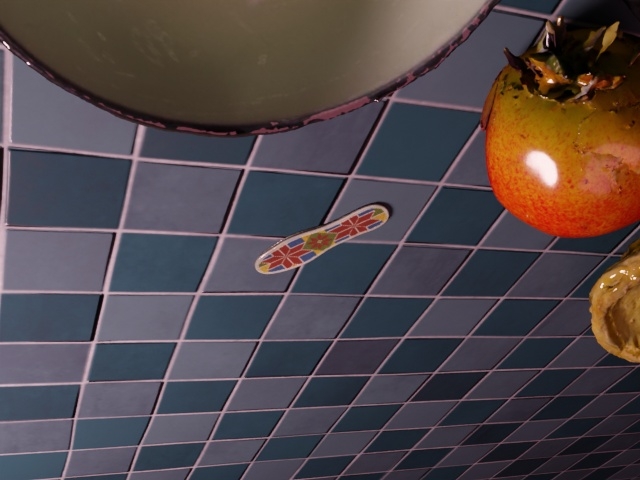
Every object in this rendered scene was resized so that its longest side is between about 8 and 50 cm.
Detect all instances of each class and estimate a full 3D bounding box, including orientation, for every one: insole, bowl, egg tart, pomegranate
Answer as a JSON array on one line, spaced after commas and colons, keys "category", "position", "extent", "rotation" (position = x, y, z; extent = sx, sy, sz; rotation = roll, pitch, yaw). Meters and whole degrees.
[{"category": "insole", "position": [0.000, 0.000, 0.967], "extent": [0.193, 0.006, 0.065], "rotation": [-24, 144, 13]}, {"category": "bowl", "position": [-0.048, -0.250, 0.450], "extent": [0.353, 0.185, 0.354], "rotation": [-10, 145, -7]}, {"category": "egg tart", "position": [0.545, 0.069, 1.127], "extent": [0.293, 0.123, 0.294], "rotation": [2, 133, 2]}, {"category": "pomegranate", "position": [0.258, -0.111, 0.737], "extent": [0.210, 0.210, 0.235], "rotation": [-24, 144, 13]}]

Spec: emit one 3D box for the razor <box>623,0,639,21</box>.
[{"category": "razor", "position": [0.259, -0.297, 0.558], "extent": [0.204, 0.114, 0.349], "rotation": [-38, 140, 29]}]
